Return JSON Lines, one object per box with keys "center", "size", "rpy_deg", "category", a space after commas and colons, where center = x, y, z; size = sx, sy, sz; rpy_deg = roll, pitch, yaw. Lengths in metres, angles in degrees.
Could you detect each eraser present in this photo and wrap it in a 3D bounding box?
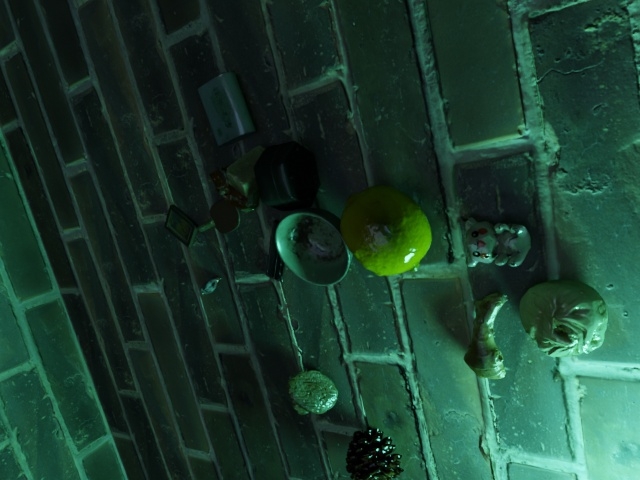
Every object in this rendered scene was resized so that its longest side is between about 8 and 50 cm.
{"center": [-0.346, -0.481, 1.614], "size": [0.174, 0.081, 0.227], "rpy_deg": [-15, 97, 34], "category": "eraser"}

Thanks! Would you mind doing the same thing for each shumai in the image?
{"center": [-0.041, 0.623, 1.779], "size": [0.209, 0.162, 0.153], "rpy_deg": [11, 147, -4], "category": "shumai"}

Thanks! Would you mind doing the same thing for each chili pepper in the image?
{"center": [-0.500, 0.207, 1.968], "size": [0.050, 0.041, 0.153], "rpy_deg": [31, 132, -31], "category": "chili pepper"}

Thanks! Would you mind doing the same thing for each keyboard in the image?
{"center": [-0.169, 0.044, 1.721], "size": [0.087, 0.017, 0.251], "rpy_deg": [21, 117, 23], "category": "keyboard"}

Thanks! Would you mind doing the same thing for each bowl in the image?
{"center": [0.000, 0.000, 1.509], "size": [0.289, 0.146, 0.289], "rpy_deg": [17, 127, 24], "category": "bowl"}

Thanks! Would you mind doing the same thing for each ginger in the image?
{"center": [0.520, 0.300, 1.346], "size": [0.131, 0.086, 0.295], "rpy_deg": [23, 114, 48], "category": "ginger"}

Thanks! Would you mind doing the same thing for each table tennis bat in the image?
{"center": [-0.430, -0.088, 1.839], "size": [0.246, 0.022, 0.138], "rpy_deg": [-20, 94, 33], "category": "table tennis bat"}

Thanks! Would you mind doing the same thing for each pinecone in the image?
{"center": [0.193, 0.815, 1.651], "size": [0.221, 0.221, 0.222], "rpy_deg": [11, 112, 29], "category": "pinecone"}

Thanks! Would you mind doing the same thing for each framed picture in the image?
{"center": [-0.628, -0.064, 1.964], "size": [0.168, 0.023, 0.128], "rpy_deg": [38, 122, 16], "category": "framed picture"}

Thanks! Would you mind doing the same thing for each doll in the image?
{"center": [0.497, 0.003, 1.249], "size": [0.192, 0.095, 0.149], "rpy_deg": [2, 101, 33], "category": "doll"}

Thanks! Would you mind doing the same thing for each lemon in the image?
{"center": [0.196, -0.032, 1.330], "size": [0.284, 0.260, 0.261], "rpy_deg": [30, 119, 23], "category": "lemon"}

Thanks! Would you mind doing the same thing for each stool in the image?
{"center": [-0.107, -0.215, 1.476], "size": [0.141, 0.232, 0.232], "rpy_deg": [-7, 102, 31], "category": "stool"}

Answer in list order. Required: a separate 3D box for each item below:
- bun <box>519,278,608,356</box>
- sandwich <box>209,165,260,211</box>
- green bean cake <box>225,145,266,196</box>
{"center": [0.661, 0.220, 1.194], "size": [0.229, 0.145, 0.230], "rpy_deg": [12, 115, 26], "category": "bun"}
{"center": [-0.315, -0.197, 1.647], "size": [0.109, 0.159, 0.185], "rpy_deg": [-9, 94, 53], "category": "sandwich"}
{"center": [-0.240, -0.251, 1.565], "size": [0.109, 0.179, 0.085], "rpy_deg": [40, 157, 21], "category": "green bean cake"}
